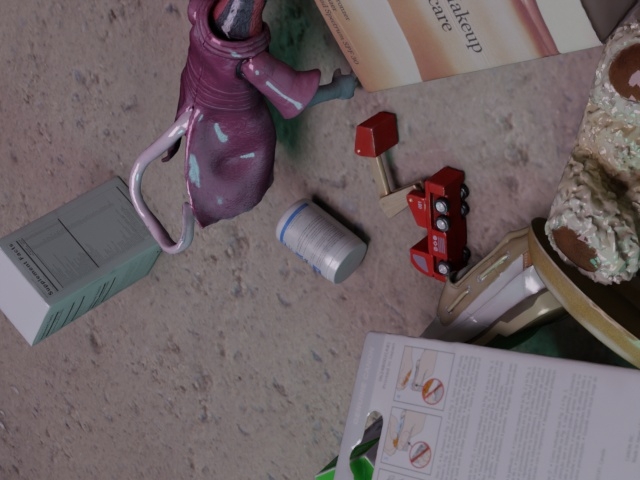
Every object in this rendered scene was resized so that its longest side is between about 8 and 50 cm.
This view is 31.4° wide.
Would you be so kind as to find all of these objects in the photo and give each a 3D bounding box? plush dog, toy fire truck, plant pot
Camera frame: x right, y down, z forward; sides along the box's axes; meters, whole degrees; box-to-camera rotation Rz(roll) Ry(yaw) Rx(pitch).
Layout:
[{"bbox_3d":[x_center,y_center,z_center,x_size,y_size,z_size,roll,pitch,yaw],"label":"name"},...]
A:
[{"bbox_3d":[0.349,-0.088,1.028,0.225,0.210,0.262,19,127,11],"label":"plush dog"},{"bbox_3d":[0.111,-0.050,1.373,0.135,0.047,0.192,20,130,36],"label":"toy fire truck"},{"bbox_3d":[0.294,0.065,1.128,0.236,0.236,0.032,42,109,16],"label":"plant pot"}]

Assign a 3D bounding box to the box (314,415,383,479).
[{"bbox_3d":[0.164,0.328,1.437,0.262,0.231,0.127,55,140,1],"label":"box"}]

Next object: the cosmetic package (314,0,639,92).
[{"bbox_3d":[0.149,-0.254,1.109,0.296,0.129,0.153,-6,123,47],"label":"cosmetic package"}]

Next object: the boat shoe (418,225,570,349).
[{"bbox_3d":[0.198,0.075,1.339,0.302,0.113,0.103,-40,65,53],"label":"boat shoe"}]

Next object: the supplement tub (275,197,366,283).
[{"bbox_3d":[0.000,0.000,1.503,0.107,0.071,0.071,39,138,21],"label":"supplement tub"}]

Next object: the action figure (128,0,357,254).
[{"bbox_3d":[-0.125,-0.203,1.352,0.248,0.275,0.370,49,155,18],"label":"action figure"}]

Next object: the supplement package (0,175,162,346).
[{"bbox_3d":[-0.385,0.030,1.779,0.139,0.244,0.134,49,140,9],"label":"supplement package"}]

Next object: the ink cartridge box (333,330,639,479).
[{"bbox_3d":[0.185,0.272,1.223,0.385,0.091,0.308,5,79,44],"label":"ink cartridge box"}]
